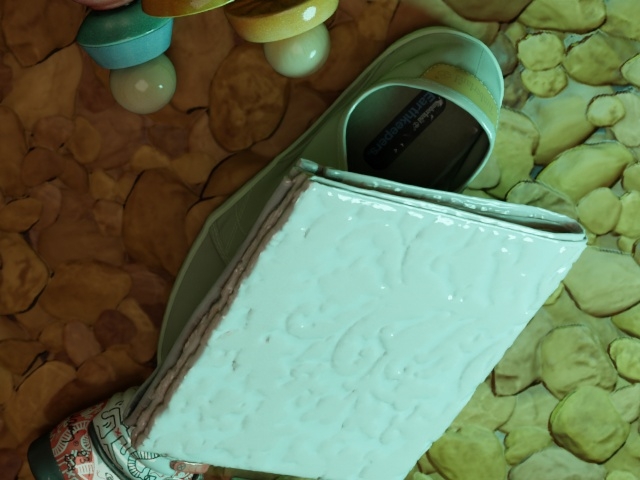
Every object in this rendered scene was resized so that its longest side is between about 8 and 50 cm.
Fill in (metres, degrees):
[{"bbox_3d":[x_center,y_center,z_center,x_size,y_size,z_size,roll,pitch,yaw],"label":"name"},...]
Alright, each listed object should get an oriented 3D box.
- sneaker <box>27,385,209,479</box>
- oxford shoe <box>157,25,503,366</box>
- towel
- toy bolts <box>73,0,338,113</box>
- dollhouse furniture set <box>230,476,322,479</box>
[{"bbox_3d":[-0.146,0.264,1.725,0.145,0.090,0.270,-33,105,14],"label":"sneaker"},{"bbox_3d":[0.000,0.000,1.610,0.169,0.130,0.449,36,108,-15],"label":"oxford shoe"},{"bbox_3d":[0.030,0.082,1.574,0.317,0.053,0.332,13,126,-34],"label":"towel"},{"bbox_3d":[-0.109,-0.178,1.516,0.228,0.218,0.159,-6,118,21],"label":"toy bolts"},{"bbox_3d":[-0.028,0.223,1.723,0.114,0.091,0.081,9,95,-1],"label":"dollhouse furniture set"}]
